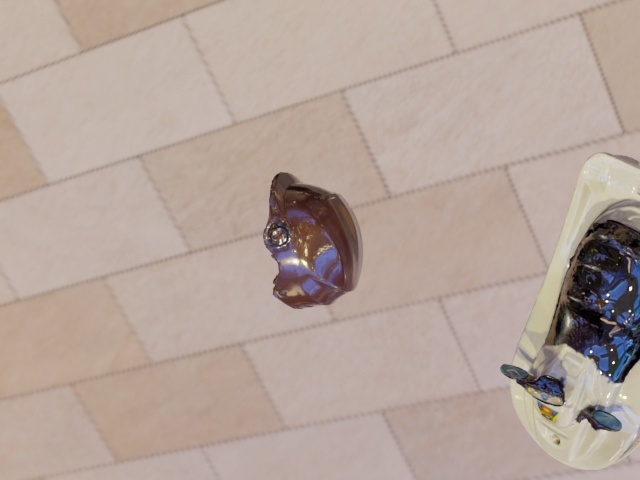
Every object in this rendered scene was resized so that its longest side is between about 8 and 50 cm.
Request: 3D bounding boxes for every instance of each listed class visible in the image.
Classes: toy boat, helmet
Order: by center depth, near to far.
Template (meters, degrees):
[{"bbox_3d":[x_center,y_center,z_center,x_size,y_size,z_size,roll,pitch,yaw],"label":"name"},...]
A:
[{"bbox_3d":[0.227,0.071,1.059,0.140,0.141,0.269,23,105,6],"label":"toy boat"},{"bbox_3d":[0.000,0.000,1.161,0.070,0.098,0.123,0,102,23],"label":"helmet"}]
